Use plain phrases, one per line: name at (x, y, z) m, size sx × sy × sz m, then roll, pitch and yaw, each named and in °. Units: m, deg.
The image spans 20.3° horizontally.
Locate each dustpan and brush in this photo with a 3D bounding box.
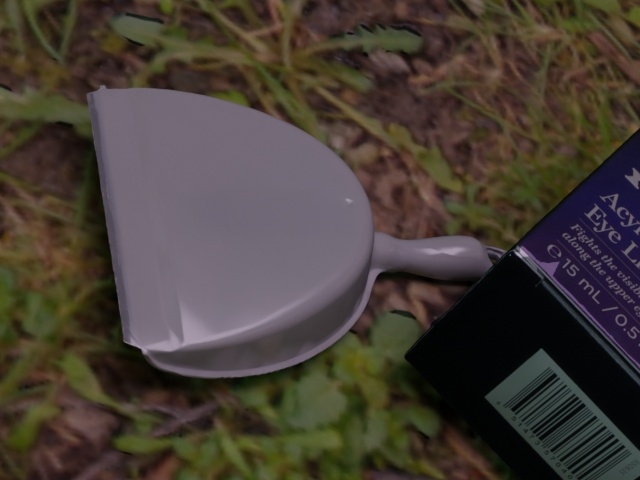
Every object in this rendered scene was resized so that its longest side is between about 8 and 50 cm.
dustpan and brush at (0.000, 0.000, 0.829) m, size 0.211 × 0.060 × 0.147 m, roll -2°, pitch 57°, yaw -17°

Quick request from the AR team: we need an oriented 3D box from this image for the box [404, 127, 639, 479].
box at (0.168, 0.032, 0.829) m, size 0.153 × 0.108 × 0.207 m, roll 45°, pitch 51°, yaw 4°
